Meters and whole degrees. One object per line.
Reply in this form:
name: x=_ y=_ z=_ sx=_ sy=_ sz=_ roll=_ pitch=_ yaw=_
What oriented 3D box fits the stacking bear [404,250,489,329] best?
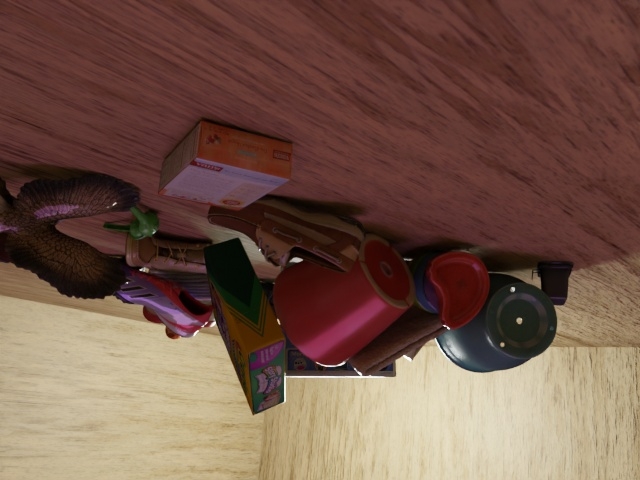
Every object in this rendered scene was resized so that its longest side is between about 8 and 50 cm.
stacking bear: x=0.264 y=0.104 z=1.688 sx=0.164 sy=0.175 sz=0.289 roll=-22 pitch=-171 yaw=-26

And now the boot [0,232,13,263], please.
boot: x=-0.932 y=-0.027 z=1.794 sx=0.280 sy=0.096 sz=0.264 roll=25 pitch=165 yaw=-35

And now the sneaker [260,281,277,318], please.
sneaker: x=-0.223 y=0.193 z=2.264 sx=0.341 sy=0.125 sz=0.139 roll=12 pitch=-174 yaw=7

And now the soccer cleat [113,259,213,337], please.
soccer cleat: x=-0.426 y=0.130 z=1.765 sx=0.318 sy=0.108 sz=0.116 roll=38 pitch=119 yaw=-19

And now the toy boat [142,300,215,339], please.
toy boat: x=-0.445 y=0.242 z=2.129 sx=0.231 sy=0.151 sz=0.151 roll=13 pitch=-162 yaw=-32

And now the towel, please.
towel: x=0.187 y=0.234 z=1.717 sx=0.282 sy=0.049 sz=0.187 roll=-28 pitch=-161 yaw=-12

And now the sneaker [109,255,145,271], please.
sneaker: x=-0.617 y=0.076 z=2.067 sx=0.170 sy=0.063 sz=0.075 roll=5 pitch=167 yaw=-20

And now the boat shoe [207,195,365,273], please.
boat shoe: x=-0.074 y=-0.009 z=1.385 sx=0.324 sy=0.119 sz=0.122 roll=12 pitch=164 yaw=5

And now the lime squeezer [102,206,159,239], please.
lime squeezer: x=-0.433 y=-0.038 z=1.567 sx=0.110 sy=0.058 sz=0.310 roll=11 pitch=166 yaw=-22

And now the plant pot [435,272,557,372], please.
plant pot: x=0.449 y=0.201 z=1.708 sx=0.272 sy=0.271 sz=0.255 roll=7 pitch=171 yaw=-8

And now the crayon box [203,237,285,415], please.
crayon box: x=-0.190 y=0.225 z=1.731 sx=0.106 sy=0.313 sz=0.363 roll=-18 pitch=147 yaw=-15

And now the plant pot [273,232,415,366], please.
plant pot: x=0.069 y=0.123 z=1.586 sx=0.275 sy=0.275 sz=0.243 roll=19 pitch=136 yaw=-43

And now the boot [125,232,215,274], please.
boot: x=-0.374 y=0.035 z=1.743 sx=0.203 sy=0.095 sz=0.262 roll=5 pitch=169 yaw=4

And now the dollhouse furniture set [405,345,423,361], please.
dollhouse furniture set: x=0.239 y=0.190 z=2.211 sx=0.303 sy=0.198 sz=0.286 roll=32 pitch=150 yaw=19

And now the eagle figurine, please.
eagle figurine: x=-0.534 y=-0.032 z=1.362 sx=0.298 sy=0.225 sz=0.226 roll=15 pitch=142 yaw=9

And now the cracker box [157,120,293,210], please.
cracker box: x=-0.164 y=-0.117 z=1.136 sx=0.156 sy=0.067 sz=0.232 roll=11 pitch=165 yaw=-26

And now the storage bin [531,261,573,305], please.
storage bin: x=0.585 y=0.111 z=1.720 sx=0.098 sy=0.091 sz=0.135 roll=1 pitch=164 yaw=15

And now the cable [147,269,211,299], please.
cable: x=-0.365 y=0.120 z=1.955 sx=0.257 sy=0.089 sz=0.257 roll=3 pitch=-179 yaw=-6

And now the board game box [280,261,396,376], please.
board game box: x=0.045 y=0.217 z=1.840 sx=0.308 sy=0.301 sz=0.086 roll=3 pitch=168 yaw=-13
